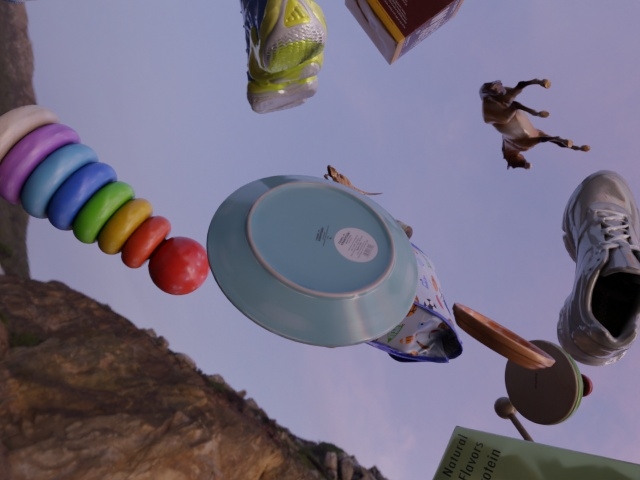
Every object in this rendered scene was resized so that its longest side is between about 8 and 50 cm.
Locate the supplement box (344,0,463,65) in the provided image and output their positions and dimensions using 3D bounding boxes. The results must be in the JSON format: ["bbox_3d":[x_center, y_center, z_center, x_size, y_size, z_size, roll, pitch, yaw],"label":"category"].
[{"bbox_3d":[0.190,-0.556,0.941,0.191,0.194,0.129,53,3,-1],"label":"supplement box"}]

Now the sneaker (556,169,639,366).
[{"bbox_3d":[0.363,0.019,0.507,0.099,0.121,0.262,7,-109,17],"label":"sneaker"}]

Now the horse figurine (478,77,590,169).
[{"bbox_3d":[0.373,-0.222,0.774,0.066,0.263,0.174,-57,-151,-1],"label":"horse figurine"}]

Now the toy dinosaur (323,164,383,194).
[{"bbox_3d":[0.069,-0.155,1.165,0.112,0.212,0.064,31,-80,41],"label":"toy dinosaur"}]

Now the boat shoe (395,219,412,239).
[{"bbox_3d":[0.109,0.011,0.772,0.045,0.135,0.050,48,-11,40],"label":"boat shoe"}]

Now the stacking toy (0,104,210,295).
[{"bbox_3d":[-0.303,-0.039,0.599,0.330,0.141,0.141,37,-40,-11],"label":"stacking toy"}]

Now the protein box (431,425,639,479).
[{"bbox_3d":[0.150,0.243,0.224,0.136,0.199,0.201,45,-29,-11],"label":"protein box"}]

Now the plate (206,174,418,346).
[{"bbox_3d":[0.000,0.000,0.352,0.188,0.188,0.024,50,-38,26],"label":"plate"}]

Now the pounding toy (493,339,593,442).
[{"bbox_3d":[0.524,0.350,0.948,0.183,0.110,0.236,-132,-121,-64],"label":"pounding toy"}]

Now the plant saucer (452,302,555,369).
[{"bbox_3d":[0.341,0.186,0.793,0.200,0.200,0.037,34,-83,38],"label":"plant saucer"}]

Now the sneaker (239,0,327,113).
[{"bbox_3d":[-0.050,-0.238,0.481,0.240,0.091,0.126,174,-99,-75],"label":"sneaker"}]

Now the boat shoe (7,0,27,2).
[{"bbox_3d":[-0.193,-0.139,0.154,0.066,0.183,0.066,-5,-87,6],"label":"boat shoe"}]

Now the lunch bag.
[{"bbox_3d":[0.226,0.158,1.202,0.239,0.386,0.327,-48,-150,30],"label":"lunch bag"}]
